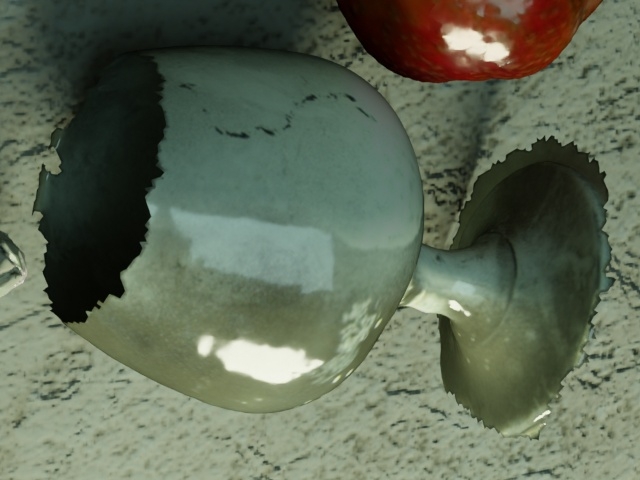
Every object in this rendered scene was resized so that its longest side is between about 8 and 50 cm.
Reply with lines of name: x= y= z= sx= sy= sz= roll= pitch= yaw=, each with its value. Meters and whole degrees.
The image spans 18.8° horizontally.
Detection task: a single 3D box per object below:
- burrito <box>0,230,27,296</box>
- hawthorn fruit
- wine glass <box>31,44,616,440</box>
burrito: x=-0.265 y=-0.021 z=1.168 sx=0.203 sy=0.064 sz=0.064 roll=33 pitch=94 yaw=-30
hawthorn fruit: x=0.084 y=-0.198 z=1.196 sx=0.179 sy=0.179 sz=0.200 roll=-31 pitch=115 yaw=-11
wine glass: x=0.000 y=0.000 z=1.207 sx=0.323 sy=0.238 sz=0.238 roll=17 pitch=102 yaw=-29
